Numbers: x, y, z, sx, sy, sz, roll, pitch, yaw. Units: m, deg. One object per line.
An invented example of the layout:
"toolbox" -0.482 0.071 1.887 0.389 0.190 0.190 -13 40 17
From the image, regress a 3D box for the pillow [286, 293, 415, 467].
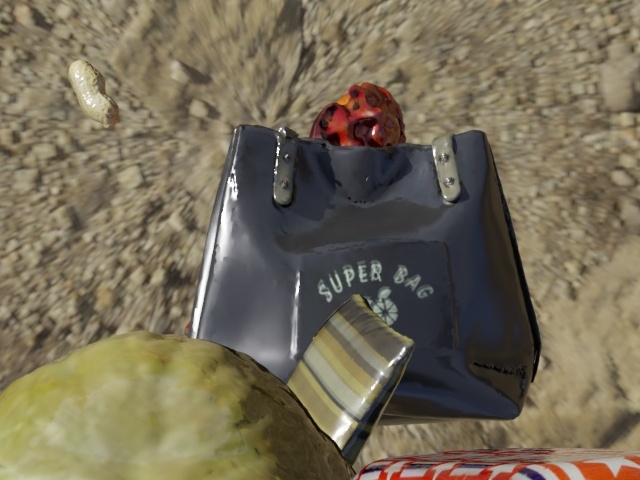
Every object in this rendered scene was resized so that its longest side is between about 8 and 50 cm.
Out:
"pillow" -0.009 0.143 1.173 0.052 0.208 0.212 33 91 -11

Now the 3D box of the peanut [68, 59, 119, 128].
"peanut" -0.236 -0.151 1.728 0.037 0.037 0.083 -32 78 0

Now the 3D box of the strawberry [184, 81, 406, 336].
"strawberry" 0.000 0.000 1.742 0.149 0.265 0.336 33 107 3

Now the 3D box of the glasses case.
"glasses case" 0.069 0.101 0.597 0.073 0.194 0.049 -4 85 -17

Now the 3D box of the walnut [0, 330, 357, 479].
"walnut" -0.076 0.173 0.825 0.283 0.283 0.227 7 65 -2

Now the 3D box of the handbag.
"handbag" 0.042 0.033 1.564 0.342 0.152 0.288 -1 84 -13
